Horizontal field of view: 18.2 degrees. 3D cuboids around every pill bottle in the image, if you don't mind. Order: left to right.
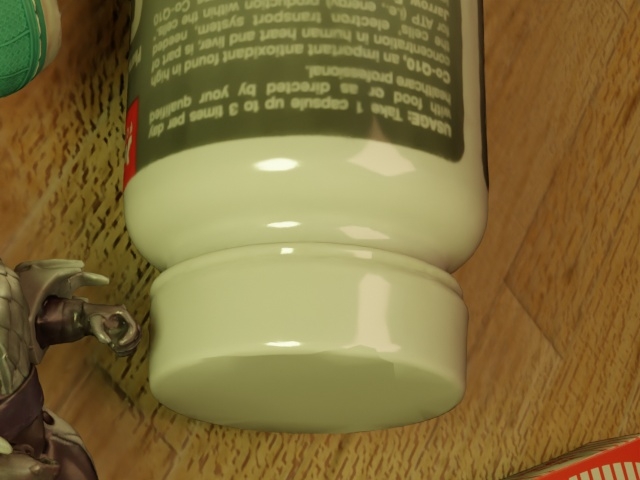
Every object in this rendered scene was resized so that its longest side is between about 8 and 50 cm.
[{"bbox_3d":[-0.006,-0.067,0.893,0.161,0.161,0.283,20,63,-43],"label":"pill bottle"}]

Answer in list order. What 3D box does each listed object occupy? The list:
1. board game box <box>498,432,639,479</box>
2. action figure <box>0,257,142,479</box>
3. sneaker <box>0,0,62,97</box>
[{"bbox_3d":[0.144,0.211,1.054,0.146,0.045,0.193,-13,86,-50],"label":"board game box"},{"bbox_3d":[-0.114,0.083,0.759,0.185,0.099,0.285,-55,128,-64],"label":"action figure"},{"bbox_3d":[-0.224,-0.148,0.731,0.302,0.108,0.121,50,55,-23],"label":"sneaker"}]
